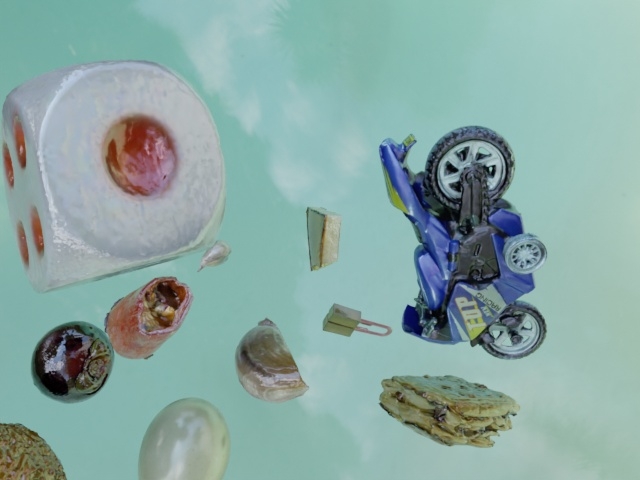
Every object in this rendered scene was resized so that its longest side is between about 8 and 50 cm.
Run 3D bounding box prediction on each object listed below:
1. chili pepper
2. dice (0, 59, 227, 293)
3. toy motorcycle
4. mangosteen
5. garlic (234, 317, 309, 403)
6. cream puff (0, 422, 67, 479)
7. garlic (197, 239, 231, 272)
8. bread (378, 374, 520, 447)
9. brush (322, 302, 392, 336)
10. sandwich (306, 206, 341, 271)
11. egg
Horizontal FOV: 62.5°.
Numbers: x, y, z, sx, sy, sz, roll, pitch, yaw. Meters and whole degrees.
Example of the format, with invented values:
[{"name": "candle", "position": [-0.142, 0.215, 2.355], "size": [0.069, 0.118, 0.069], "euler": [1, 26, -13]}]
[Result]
[{"name": "chili pepper", "position": [-0.602, 0.260, 1.829], "size": [0.229, 0.305, 0.251], "euler": [40, 47, -11]}, {"name": "dice", "position": [-0.290, -0.082, 0.733], "size": [0.243, 0.251, 0.259], "euler": [-14, 89, -38]}, {"name": "toy motorcycle", "position": [0.155, 0.022, 0.598], "size": [0.169, 0.315, 0.113], "euler": [-17, 24, 11]}, {"name": "mangosteen", "position": [-0.444, 0.221, 0.966], "size": [0.153, 0.152, 0.152], "euler": [-2, 63, 4]}, {"name": "garlic", "position": [-0.100, 0.219, 0.933], "size": [0.101, 0.086, 0.195], "euler": [-22, 30, -13]}, {"name": "cream puff", "position": [-0.526, 0.381, 0.789], "size": [0.303, 0.303, 0.212], "euler": [4, 33, 7]}, {"name": "garlic", "position": [-0.313, 0.045, 1.611], "size": [0.066, 0.152, 0.084], "euler": [13, 104, 13]}, {"name": "bread", "position": [0.356, 0.481, 1.471], "size": [0.325, 0.277, 0.167], "euler": [9, 87, -35]}, {"name": "brush", "position": [0.131, 0.284, 1.758], "size": [0.234, 0.103, 0.047], "euler": [18, 43, -13]}, {"name": "sandwich", "position": [0.000, 0.000, 1.361], "size": [0.058, 0.193, 0.162], "euler": [3, 100, -15]}, {"name": "egg", "position": [-0.291, 0.465, 1.125], "size": [0.189, 0.188, 0.253], "euler": [6, 60, 8]}]
